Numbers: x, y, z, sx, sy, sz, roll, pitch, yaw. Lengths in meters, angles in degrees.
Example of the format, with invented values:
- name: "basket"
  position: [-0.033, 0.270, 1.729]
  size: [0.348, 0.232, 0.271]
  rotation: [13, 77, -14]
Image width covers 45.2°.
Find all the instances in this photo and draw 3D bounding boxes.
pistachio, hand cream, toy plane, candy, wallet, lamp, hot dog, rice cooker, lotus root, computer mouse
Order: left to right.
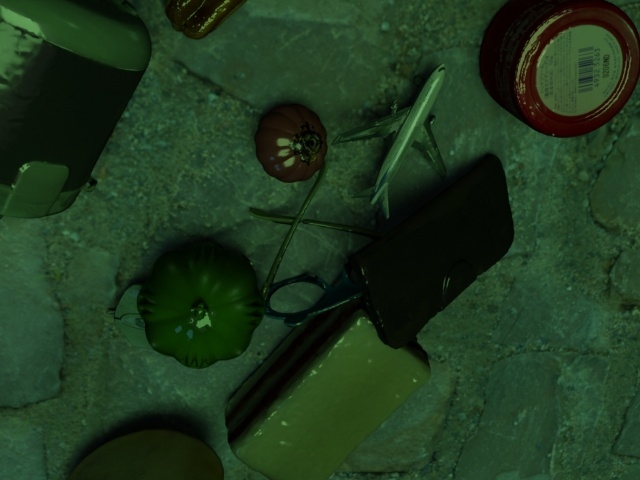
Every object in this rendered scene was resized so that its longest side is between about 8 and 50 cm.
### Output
- name: "rice cooker"
  position: [-0.358, -0.182, 0.847]
  size: [0.288, 0.288, 0.277]
  rotation: [27, 108, -23]
- name: "pistachio"
  position: [-0.282, 0.395, 1.218]
  size: [0.260, 0.163, 0.213]
  rotation: [1, 95, 1]
- name: "computer mouse"
  position: [-0.201, 0.111, 1.138]
  size: [0.228, 0.068, 0.113]
  rotation: [-3, 115, -11]
- name: "lotus root"
  position: [-0.159, 0.088, 1.024]
  size: [0.186, 0.186, 0.186]
  rotation: [-5, 117, -10]
- name: "hot dog"
  position: [-0.124, -0.318, 0.956]
  size: [0.165, 0.045, 0.071]
  rotation: [-42, 119, 9]
- name: "lamp"
  position: [-0.039, -0.131, 1.042]
  size: [0.107, 0.092, 0.108]
  rotation: [-5, 98, -41]
- name: "candy"
  position: [0.007, 0.233, 1.211]
  size: [0.179, 0.135, 0.321]
  rotation: [35, 106, -26]
- name: "toy plane"
  position: [0.117, -0.144, 1.080]
  size: [0.226, 0.058, 0.226]
  rotation: [12, 103, -39]
- name: "wallet"
  position: [0.177, 0.014, 1.112]
  size: [0.309, 0.042, 0.165]
  rotation: [-36, 119, -30]
- name: "hand cream"
  position: [0.326, -0.244, 1.051]
  size: [0.193, 0.125, 0.193]
  rotation: [-4, 118, -8]

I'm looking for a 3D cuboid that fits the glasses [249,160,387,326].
- name: "glasses"
  position: [-0.001, -0.001, 1.136]
  size: [0.239, 0.102, 0.207]
  rotation: [-21, 91, -1]
